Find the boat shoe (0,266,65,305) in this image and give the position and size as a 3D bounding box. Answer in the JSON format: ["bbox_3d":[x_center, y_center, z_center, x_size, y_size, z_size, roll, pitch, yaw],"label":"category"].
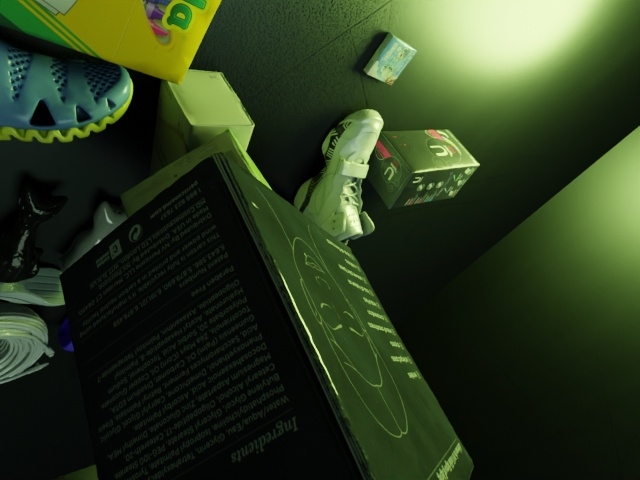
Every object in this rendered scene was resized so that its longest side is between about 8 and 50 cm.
[{"bbox_3d":[-0.636,0.092,0.877,0.076,0.083,0.226,-5,161,15],"label":"boat shoe"}]

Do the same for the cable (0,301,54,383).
[{"bbox_3d":[-0.770,0.245,0.932,0.257,0.089,0.257,-22,146,-38],"label":"cable"}]

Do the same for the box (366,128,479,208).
[{"bbox_3d":[0.283,-0.209,1.168,0.270,0.165,0.143,-12,148,-32],"label":"box"}]

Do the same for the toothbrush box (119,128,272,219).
[{"bbox_3d":[-0.169,-0.026,0.736,0.206,0.122,0.283,-31,154,0],"label":"toothbrush box"}]

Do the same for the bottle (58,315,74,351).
[{"bbox_3d":[-0.574,0.253,1.167,0.118,0.092,0.283,-47,149,16],"label":"bottle"}]

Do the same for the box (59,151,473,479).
[{"bbox_3d":[-0.042,0.212,0.615,0.297,0.471,0.480,-36,153,10],"label":"box"}]

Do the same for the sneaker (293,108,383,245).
[{"bbox_3d":[0.076,-0.133,1.042,0.137,0.210,0.365,-4,142,-41],"label":"sneaker"}]

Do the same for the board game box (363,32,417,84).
[{"bbox_3d":[0.152,-0.393,0.895,0.090,0.020,0.090,2,139,-44],"label":"board game box"}]

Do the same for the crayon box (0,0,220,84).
[{"bbox_3d":[-0.232,-0.387,0.432,0.313,0.106,0.363,3,137,-47],"label":"crayon box"}]

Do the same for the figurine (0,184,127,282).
[{"bbox_3d":[-0.506,-0.011,0.814,0.209,0.092,0.215,-48,149,22],"label":"figurine"}]

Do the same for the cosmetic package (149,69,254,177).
[{"bbox_3d":[-0.241,-0.140,0.776,0.113,0.160,0.309,-11,145,-35],"label":"cosmetic package"}]

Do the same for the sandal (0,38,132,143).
[{"bbox_3d":[-0.418,-0.206,0.540,0.318,0.126,0.138,-17,146,-27],"label":"sandal"}]
